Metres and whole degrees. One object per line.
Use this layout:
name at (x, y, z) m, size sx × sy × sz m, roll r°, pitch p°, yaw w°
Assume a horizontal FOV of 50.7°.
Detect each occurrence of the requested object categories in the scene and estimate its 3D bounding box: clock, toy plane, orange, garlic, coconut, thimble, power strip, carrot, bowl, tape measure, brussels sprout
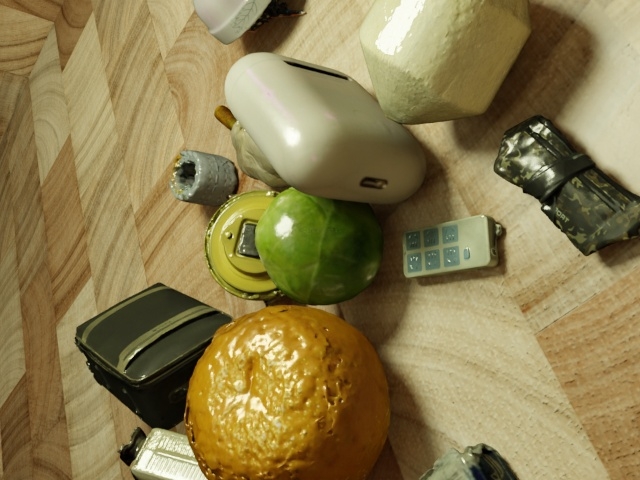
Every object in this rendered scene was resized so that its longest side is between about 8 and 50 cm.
clock at (-0.124, 0.003, 1.356) m, size 0.057 × 0.237 × 0.237 m, roll 79°, pitch -171°, yaw -76°
toy plane at (-0.108, -0.531, 1.553) m, size 0.188 × 0.062 × 0.135 m, roll 13°, pitch 70°, yaw 48°
orange at (-0.046, 0.276, 1.124) m, size 0.340 × 0.293 × 0.341 m, roll -11°, pitch 63°, yaw 23°
garlic at (-0.103, -0.226, 1.416) m, size 0.228 × 0.152 × 0.228 m, roll -7°, pitch 81°, yaw 45°
coconut at (0.177, -0.297, 1.029) m, size 0.237 × 0.237 × 0.266 m, roll 48°, pitch 121°, yaw 43°
thimble at (-0.284, -0.150, 1.641) m, size 0.151 × 0.118 × 0.127 m, roll 33°, pitch 108°, yaw 47°
power strip at (0.206, 0.013, 1.088) m, size 0.192 × 0.035 × 0.081 m, roll -13°, pitch 73°, yaw 49°
carrot at (-0.208, -0.285, 1.641) m, size 0.170 × 0.042 × 0.042 m, roll 40°, pitch 113°, yaw 43°
bowl at (-0.195, -0.606, 1.537) m, size 0.287 × 0.144 × 0.287 m, roll -37°, pitch 35°, yaw 32°
tape measure at (-0.240, 0.480, 1.358) m, size 0.271 × 0.231 × 0.133 m, roll 8°, pitch 49°, yaw 16°
brussels sprout at (0.000, 0.000, 1.198) m, size 0.244 × 0.244 × 0.244 m, roll -13°, pitch 73°, yaw 48°

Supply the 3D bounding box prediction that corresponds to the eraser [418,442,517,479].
eraser at (0.252, 0.443, 0.895) m, size 0.155 × 0.101 × 0.332 m, roll -55°, pitch 47°, yaw 25°

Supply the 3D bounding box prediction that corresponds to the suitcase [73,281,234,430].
suitcase at (-0.360, 0.243, 1.527) m, size 0.434 × 0.283 × 0.194 m, roll 16°, pitch 129°, yaw 49°

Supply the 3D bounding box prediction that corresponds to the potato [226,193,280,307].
potato at (-0.109, 0.019, 1.444) m, size 0.120 × 0.100 × 0.261 m, roll 97°, pitch 152°, yaw -75°

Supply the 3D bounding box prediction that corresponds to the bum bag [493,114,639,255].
bum bag at (0.334, -0.077, 0.927) m, size 0.102 × 0.069 × 0.248 m, roll -42°, pitch 50°, yaw 8°

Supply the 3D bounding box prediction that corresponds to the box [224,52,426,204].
box at (0.006, -0.196, 1.170) m, size 0.349 × 0.288 × 0.141 m, roll 54°, pitch 129°, yaw 41°
